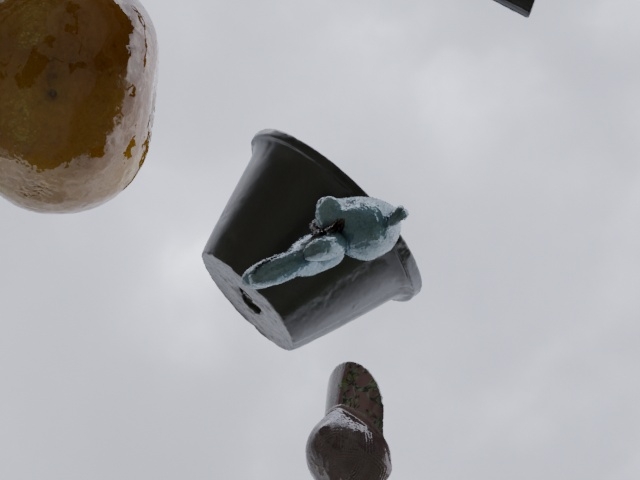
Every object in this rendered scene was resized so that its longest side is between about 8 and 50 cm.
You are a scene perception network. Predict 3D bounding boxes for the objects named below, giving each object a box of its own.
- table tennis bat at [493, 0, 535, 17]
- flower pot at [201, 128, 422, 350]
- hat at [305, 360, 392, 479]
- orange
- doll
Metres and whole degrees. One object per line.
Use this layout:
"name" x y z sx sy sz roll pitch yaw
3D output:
"table tennis bat" 0.061 -0.234 1.044 0.236 0.027 0.150 25 -141 -1
"flower pot" -0.030 0.020 1.574 0.269 0.269 0.166 35 -106 30
"hat" 0.009 0.112 0.781 0.058 0.042 0.087 -59 -140 41
"orange" -0.172 -0.097 0.859 0.136 0.159 0.159 10 -107 -5
"doll" -0.001 -0.005 1.379 0.180 0.120 0.075 -15 -87 -20
